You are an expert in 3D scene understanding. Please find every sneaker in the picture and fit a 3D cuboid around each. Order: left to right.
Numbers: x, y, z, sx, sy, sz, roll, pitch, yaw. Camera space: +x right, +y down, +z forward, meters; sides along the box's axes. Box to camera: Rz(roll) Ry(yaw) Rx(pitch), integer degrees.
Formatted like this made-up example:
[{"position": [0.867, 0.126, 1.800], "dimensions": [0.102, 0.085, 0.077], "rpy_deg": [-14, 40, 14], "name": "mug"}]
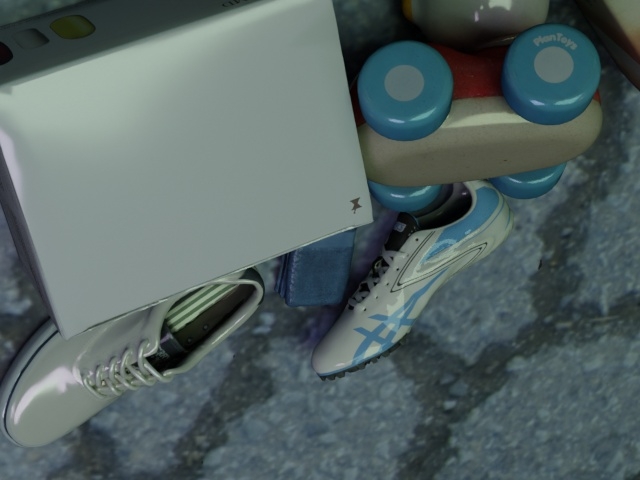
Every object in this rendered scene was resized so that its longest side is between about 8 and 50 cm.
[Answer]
[{"position": [-0.160, 0.087, 1.073], "dimensions": [0.258, 0.091, 0.094], "rpy_deg": [-40, 123, -5], "name": "sneaker"}, {"position": [0.072, 0.030, 1.172], "dimensions": [0.237, 0.085, 0.086], "rpy_deg": [-45, 105, -5], "name": "sneaker"}]

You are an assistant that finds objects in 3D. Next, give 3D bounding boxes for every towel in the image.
[{"position": [0.000, 0.000, 1.150], "dimensions": [0.067, 0.029, 0.119], "rpy_deg": [1, 111, -26], "name": "towel"}]

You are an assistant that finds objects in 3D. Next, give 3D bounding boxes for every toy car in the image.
[{"position": [0.114, -0.172, 1.068], "dimensions": [0.210, 0.219, 0.238], "rpy_deg": [-6, 73, 2], "name": "toy car"}]

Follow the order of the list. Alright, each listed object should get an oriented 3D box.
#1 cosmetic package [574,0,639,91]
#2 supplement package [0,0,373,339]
[{"position": [0.270, -0.250, 1.089], "dimensions": [0.129, 0.153, 0.296], "rpy_deg": [-37, 122, 9], "name": "cosmetic package"}, {"position": [-0.119, -0.082, 0.988], "dimensions": [0.262, 0.145, 0.204], "rpy_deg": [-21, 120, -17], "name": "supplement package"}]
